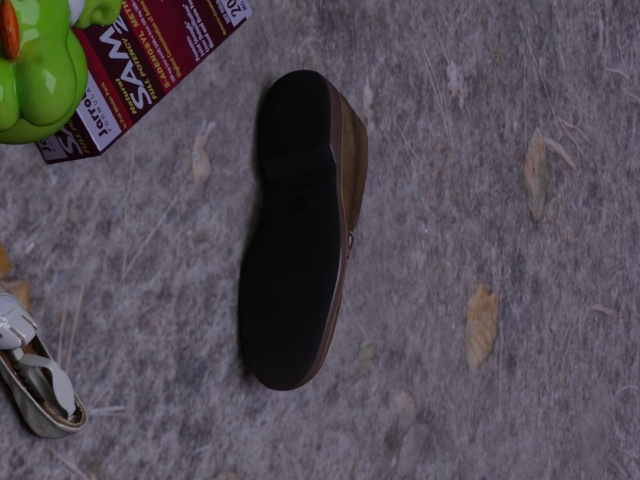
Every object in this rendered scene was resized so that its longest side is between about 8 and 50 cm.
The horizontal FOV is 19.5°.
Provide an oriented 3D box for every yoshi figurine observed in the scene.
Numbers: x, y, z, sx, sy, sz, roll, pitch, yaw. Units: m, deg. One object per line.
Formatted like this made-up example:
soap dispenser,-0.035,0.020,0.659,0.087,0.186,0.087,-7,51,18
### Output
yoshi figurine,-0.251,-0.223,1.418,0.203,0.203,0.362,30,45,-55

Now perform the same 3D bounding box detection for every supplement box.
supplement box,-0.171,-0.185,1.595,0.239,0.073,0.130,-49,121,-39

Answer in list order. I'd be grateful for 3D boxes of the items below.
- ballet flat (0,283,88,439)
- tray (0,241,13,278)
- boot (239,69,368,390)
ballet flat,-0.237,0.088,1.496,0.057,0.052,0.168,-52,122,-39
tray,-0.382,-0.096,1.300,0.203,0.076,0.411,-45,123,-39
boot,0.000,0.000,1.751,0.115,0.112,0.305,32,59,-54
